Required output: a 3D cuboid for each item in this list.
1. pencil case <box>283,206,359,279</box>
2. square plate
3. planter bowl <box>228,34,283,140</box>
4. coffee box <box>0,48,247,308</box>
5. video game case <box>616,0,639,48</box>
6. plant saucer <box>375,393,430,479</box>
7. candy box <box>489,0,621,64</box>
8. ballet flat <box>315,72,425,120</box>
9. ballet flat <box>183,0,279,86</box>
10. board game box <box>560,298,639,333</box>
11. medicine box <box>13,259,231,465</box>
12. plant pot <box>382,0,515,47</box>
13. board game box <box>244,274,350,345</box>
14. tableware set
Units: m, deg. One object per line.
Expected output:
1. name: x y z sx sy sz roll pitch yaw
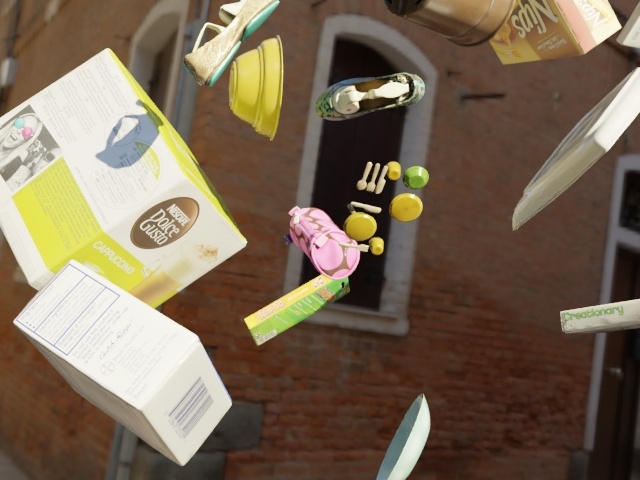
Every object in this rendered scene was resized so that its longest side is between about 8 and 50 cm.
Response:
1. pencil case: 0.000 0.000 1.601 0.098 0.095 0.209 56 -5 -19
2. square plate: 0.538 -0.206 1.819 0.049 0.347 0.344 41 -31 3
3. planter bowl: -0.139 -0.315 1.856 0.091 0.217 0.217 3 -4 -12
4. coffee box: -0.399 -0.083 1.733 0.334 0.338 0.337 -34 -25 0
5. video game case: 0.768 -0.516 1.969 0.206 0.227 0.026 0 38 -38
6. plant saucer: 0.151 0.364 1.590 0.038 0.194 0.195 27 -4 4
7. candy box: 0.378 -0.418 1.612 0.183 0.088 0.316 55 -7 -14
8. ballet flat: 0.078 -0.243 1.509 0.189 0.070 0.070 -13 -9 11
9. ballet flat: -0.143 -0.331 1.423 0.067 0.206 0.073 37 -26 -4
10. board game box: 0.701 0.156 1.950 0.305 0.053 0.193 -15 -14 42
11. medicine box: -0.325 0.208 1.528 0.289 0.149 0.263 29 -24 24
12. plant pot: 0.192 -0.398 1.424 0.165 0.166 0.167 0 2 -42
13. board game box: -0.051 0.152 2.121 0.260 0.039 0.124 -27 -25 -7
14. tableware set: 0.092 -0.046 1.306 0.104 0.154 0.024 12 32 -10
